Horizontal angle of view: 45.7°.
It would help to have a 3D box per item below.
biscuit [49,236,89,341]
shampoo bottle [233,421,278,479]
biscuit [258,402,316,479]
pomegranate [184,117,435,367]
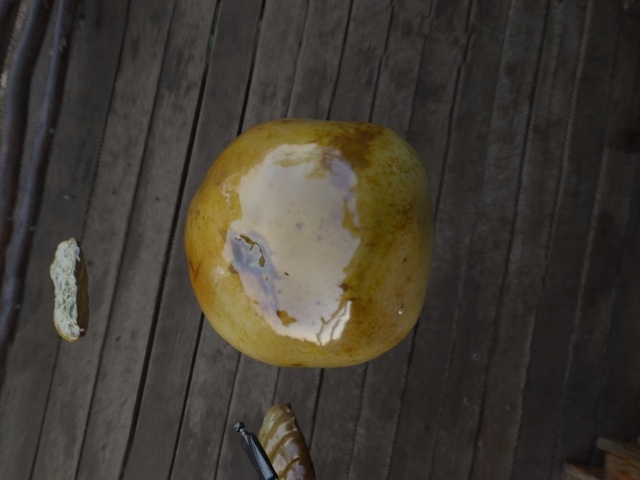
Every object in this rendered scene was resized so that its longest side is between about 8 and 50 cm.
[{"bbox_3d":[-0.448,0.093,1.355,0.061,0.118,0.183,-5,77,-9],"label":"biscuit"},{"bbox_3d":[-0.120,0.386,1.383,0.027,0.137,0.048,-5,127,-35],"label":"shampoo bottle"},{"bbox_3d":[-0.057,0.497,1.549,0.107,0.326,0.325,-15,90,-11],"label":"biscuit"},{"bbox_3d":[0.000,0.000,1.194,0.417,0.416,0.416,0,88,-9],"label":"pomegranate"}]
